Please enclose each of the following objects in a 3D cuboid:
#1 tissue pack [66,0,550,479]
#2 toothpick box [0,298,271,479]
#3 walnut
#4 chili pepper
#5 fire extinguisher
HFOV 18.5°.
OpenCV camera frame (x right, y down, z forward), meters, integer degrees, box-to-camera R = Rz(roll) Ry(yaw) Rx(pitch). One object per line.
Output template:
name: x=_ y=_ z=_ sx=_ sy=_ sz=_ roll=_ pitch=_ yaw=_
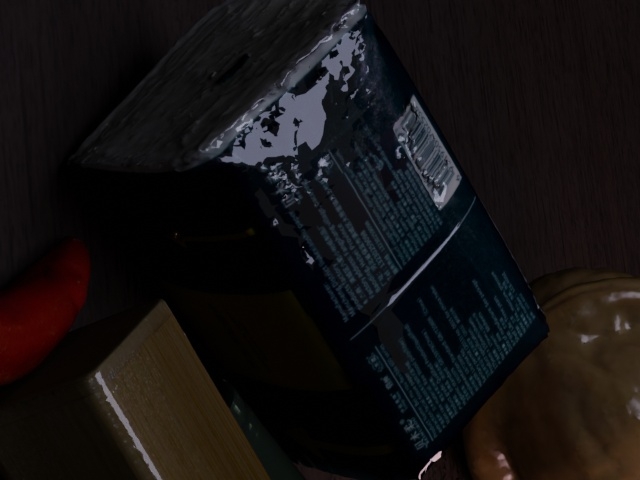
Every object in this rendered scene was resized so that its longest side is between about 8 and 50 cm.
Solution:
tissue pack: x=0.000 y=0.000 z=1.870 sx=0.264 sy=0.253 sz=0.416 roll=-48 pitch=120 yaw=-25
toothpick box: x=-0.140 y=0.226 z=1.676 sx=0.308 sy=0.187 sz=0.190 roll=61 pitch=33 yaw=-13
walnut: x=0.347 y=0.205 z=2.318 sx=0.383 sy=0.383 sz=0.383 roll=28 pitch=55 yaw=-50
chili pepper: x=-0.296 y=0.060 z=1.609 sx=0.137 sy=0.092 sz=0.368 roll=62 pitch=23 yaw=14
fire extinguisher: x=-0.038 y=0.264 z=1.887 sx=0.311 sy=0.114 sz=0.095 roll=56 pitch=-8 yaw=-29
